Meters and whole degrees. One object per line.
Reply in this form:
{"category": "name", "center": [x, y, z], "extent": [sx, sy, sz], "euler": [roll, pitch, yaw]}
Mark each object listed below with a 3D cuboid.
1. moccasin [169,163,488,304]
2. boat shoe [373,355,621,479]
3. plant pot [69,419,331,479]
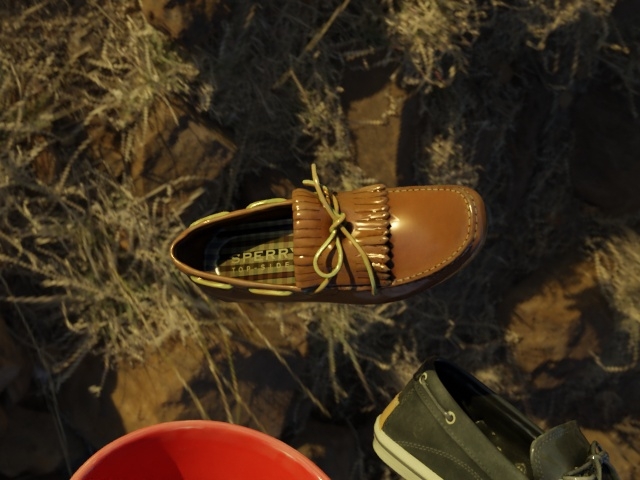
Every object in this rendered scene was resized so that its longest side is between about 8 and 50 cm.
{"category": "moccasin", "center": [0.000, -0.003, 0.994], "extent": [0.147, 0.380, 0.139], "euler": [24, 68, -58]}
{"category": "boat shoe", "center": [0.282, 0.299, 1.043], "extent": [0.187, 0.500, 0.155], "euler": [9, 106, -53]}
{"category": "plant pot", "center": [-0.123, 0.341, 0.793], "extent": [0.275, 0.275, 0.243], "euler": [0, 131, -29]}
